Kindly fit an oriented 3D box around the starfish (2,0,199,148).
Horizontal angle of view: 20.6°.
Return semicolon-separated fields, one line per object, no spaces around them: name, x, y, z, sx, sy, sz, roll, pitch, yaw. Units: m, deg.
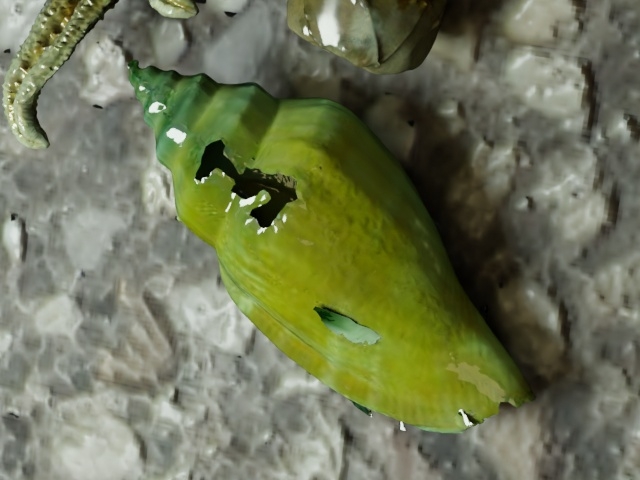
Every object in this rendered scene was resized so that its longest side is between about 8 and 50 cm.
starfish;-0.104;-0.141;0.746;0.176;0.053;0.208;-7;68;33

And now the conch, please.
conch;-0.002;-0.001;0.718;0.095;0.079;0.200;-32;91;44

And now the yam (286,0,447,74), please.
yam;0.047;-0.223;0.674;0.071;0.067;0.317;12;102;-6
